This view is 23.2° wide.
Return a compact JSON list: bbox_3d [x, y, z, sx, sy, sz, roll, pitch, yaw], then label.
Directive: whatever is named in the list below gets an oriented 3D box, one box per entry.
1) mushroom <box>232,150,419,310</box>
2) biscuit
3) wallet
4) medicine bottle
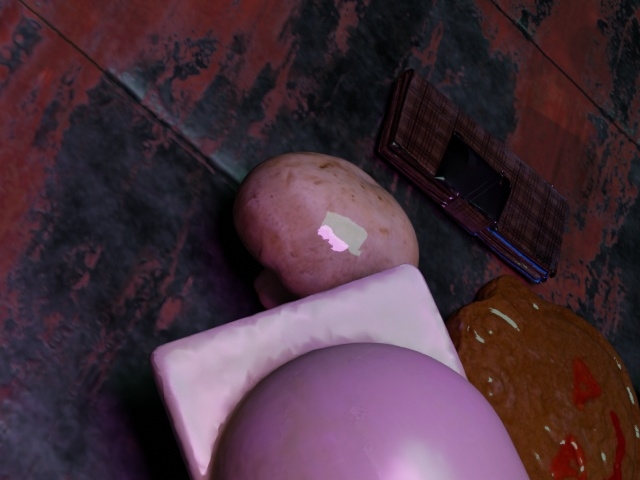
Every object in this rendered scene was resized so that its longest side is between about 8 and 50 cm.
[{"bbox_3d":[0.000,0.000,1.300,0.166,0.127,0.166,37,22,-17],"label":"mushroom"},{"bbox_3d":[0.212,0.164,1.462,0.257,0.049,0.273,38,43,-21],"label":"biscuit"},{"bbox_3d":[0.156,-0.064,1.553,0.230,0.042,0.124,39,41,-23],"label":"wallet"},{"bbox_3d":[0.048,0.230,1.110,0.236,0.236,0.406,-10,74,-47],"label":"medicine bottle"}]
